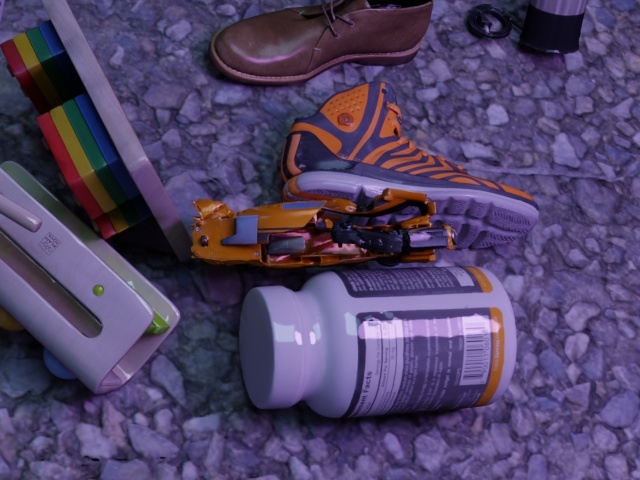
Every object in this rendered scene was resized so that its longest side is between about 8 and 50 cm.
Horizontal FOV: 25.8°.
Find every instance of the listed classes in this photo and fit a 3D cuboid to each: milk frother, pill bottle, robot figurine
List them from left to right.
[{"bbox_3d":[0.006,-0.010,1.551,0.291,0.211,0.085,-3,88,-1],"label":"robot figurine"},{"bbox_3d":[0.061,0.111,1.536,0.279,0.162,0.162,-1,60,-19],"label":"pill bottle"},{"bbox_3d":[0.288,-0.337,1.905,0.143,0.134,0.129,-8,32,-26],"label":"milk frother"}]

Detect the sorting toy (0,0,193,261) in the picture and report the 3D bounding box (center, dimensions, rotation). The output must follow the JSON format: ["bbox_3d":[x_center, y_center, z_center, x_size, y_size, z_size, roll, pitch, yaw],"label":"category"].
[{"bbox_3d":[-0.250,-0.113,1.530,0.089,0.255,0.257,-28,67,-5],"label":"sorting toy"}]

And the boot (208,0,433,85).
[{"bbox_3d":[0.004,-0.277,1.786,0.305,0.115,0.112,-13,67,-23],"label":"boot"}]

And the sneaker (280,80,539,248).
[{"bbox_3d":[0.114,-0.102,1.708,0.321,0.124,0.180,11,58,-13],"label":"sneaker"}]

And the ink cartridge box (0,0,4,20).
[{"bbox_3d":[-0.440,-0.307,1.666,0.122,0.088,0.052,36,55,5],"label":"ink cartridge box"}]

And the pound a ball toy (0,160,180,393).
[{"bbox_3d":[-0.319,0.020,1.442,0.319,0.208,0.135,41,92,8],"label":"pound a ball toy"}]
